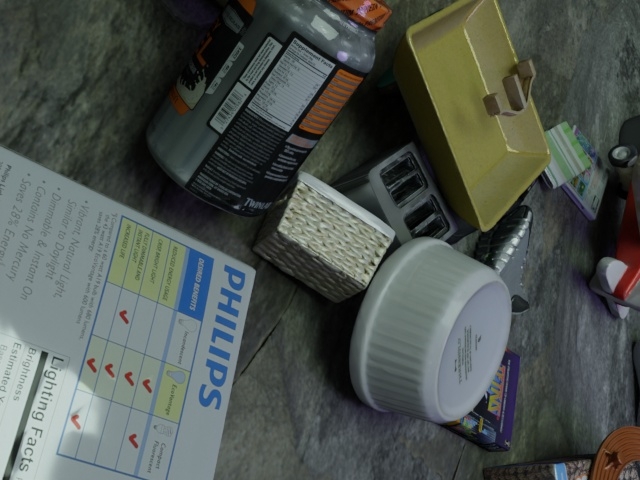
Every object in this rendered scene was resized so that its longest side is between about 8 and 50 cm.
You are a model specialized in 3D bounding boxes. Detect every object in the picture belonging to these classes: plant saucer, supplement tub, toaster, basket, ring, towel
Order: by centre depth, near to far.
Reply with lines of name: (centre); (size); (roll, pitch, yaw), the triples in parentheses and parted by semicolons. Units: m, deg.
supplement tub: (-0.063, -0.202, 1.107); (0.193, 0.316, 0.193); (34, 18, -12)
basket: (0.000, 0.000, 1.241); (0.167, 0.113, 0.103); (33, 61, -12)
toaster: (0.107, -0.048, 1.371); (0.185, 0.110, 0.168); (-35, 99, -43)
ring: (0.551, 0.470, 1.442); (0.336, 0.032, 0.337); (19, 59, -35)
plant saucer: (0.242, -0.218, 1.449); (0.332, 0.081, 0.333); (-39, 110, -48)
towel: (0.483, -0.174, 1.796); (0.152, 0.023, 0.113); (-27, 88, -40)

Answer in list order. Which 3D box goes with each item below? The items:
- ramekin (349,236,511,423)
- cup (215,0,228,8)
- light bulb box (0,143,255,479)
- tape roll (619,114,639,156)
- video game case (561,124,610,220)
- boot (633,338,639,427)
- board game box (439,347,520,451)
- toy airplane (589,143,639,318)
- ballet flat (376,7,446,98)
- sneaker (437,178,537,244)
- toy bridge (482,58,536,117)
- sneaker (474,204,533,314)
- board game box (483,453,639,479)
ramekin: (0.171, 0.138, 1.274); (0.273, 0.127, 0.273); (-28, 127, -45)
cup: (-0.042, -0.418, 1.257); (0.331, 0.331, 0.237); (-57, 139, -38)
light bulb box: (-0.296, 0.139, 0.869); (0.361, 0.225, 0.358); (28, 58, -33)
tape roll: (0.787, -0.193, 2.055); (0.219, 0.072, 0.219); (16, 66, -39)
video game case: (0.554, -0.144, 1.867); (0.143, 0.019, 0.157); (45, 52, -21)
boot: (0.715, 0.326, 1.799); (0.123, 0.095, 0.258); (19, 63, -29)
board game box: (0.263, 0.244, 1.456); (0.141, 0.048, 0.170); (31, 58, -30)
toy airplane: (0.703, -0.015, 1.779); (0.386, 0.272, 0.385); (-18, 108, -57)
ballet flat: (0.192, -0.308, 1.549); (0.096, 0.095, 0.280); (57, 48, -24)
sneaker: (0.283, -0.076, 1.543); (0.267, 0.106, 0.101); (-33, 100, -42)
toy bridge: (0.323, -0.244, 1.470); (0.188, 0.026, 0.063); (-44, 116, -47)
sneaker: (0.338, 0.054, 1.573); (0.132, 0.086, 0.229); (48, 60, -25)
board game box: (0.431, 0.479, 1.464); (0.291, 0.141, 0.232); (6, 72, -41)
